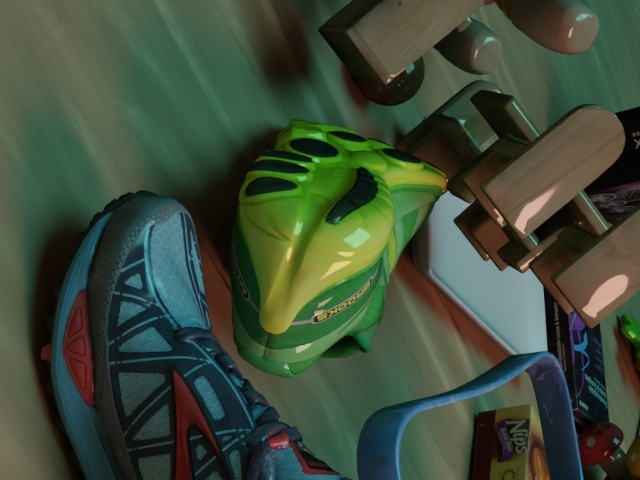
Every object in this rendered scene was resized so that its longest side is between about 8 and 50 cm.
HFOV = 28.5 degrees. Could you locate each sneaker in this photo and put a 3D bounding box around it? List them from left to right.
[{"bbox_3d":[-0.040,0.101,0.571,0.104,0.125,0.261,4,75,-64],"label":"sneaker"},{"bbox_3d":[0.000,0.000,0.756,0.295,0.109,0.123,-37,148,-72],"label":"sneaker"}]

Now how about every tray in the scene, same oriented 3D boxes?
[{"bbox_3d":[0.135,0.019,1.079,0.270,0.030,0.145,41,42,-51],"label":"tray"}]

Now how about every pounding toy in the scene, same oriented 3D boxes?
[{"bbox_3d":[0.303,0.236,1.191,0.110,0.183,0.237,49,35,-9],"label":"pounding toy"}]

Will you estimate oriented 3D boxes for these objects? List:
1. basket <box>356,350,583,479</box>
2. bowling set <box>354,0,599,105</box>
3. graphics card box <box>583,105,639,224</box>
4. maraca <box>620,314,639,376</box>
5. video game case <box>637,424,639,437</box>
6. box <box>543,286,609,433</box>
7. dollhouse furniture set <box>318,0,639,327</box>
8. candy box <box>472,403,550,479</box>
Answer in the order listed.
[{"bbox_3d":[0.113,0.221,0.735,0.255,0.201,0.288,-7,89,-58],"label":"basket"},{"bbox_3d":[0.071,-0.213,0.975,0.154,0.200,0.287,42,-10,45],"label":"bowling set"},{"bbox_3d":[0.474,-0.113,1.441,0.233,0.371,0.094,14,66,-63],"label":"graphics card box"},{"bbox_3d":[0.435,0.148,1.557,0.186,0.099,0.127,23,27,-40],"label":"maraca"},{"bbox_3d":[0.419,0.324,1.526,0.201,0.023,0.183,68,27,-16],"label":"video game case"},{"bbox_3d":[0.265,0.114,1.300,0.116,0.029,0.162,37,48,-54],"label":"box"},{"bbox_3d":[0.142,-0.097,0.851,0.242,0.161,0.212,51,-2,-15],"label":"dollhouse furniture set"},{"bbox_3d":[0.182,0.236,1.047,0.186,0.053,0.109,56,33,-35],"label":"candy box"}]
